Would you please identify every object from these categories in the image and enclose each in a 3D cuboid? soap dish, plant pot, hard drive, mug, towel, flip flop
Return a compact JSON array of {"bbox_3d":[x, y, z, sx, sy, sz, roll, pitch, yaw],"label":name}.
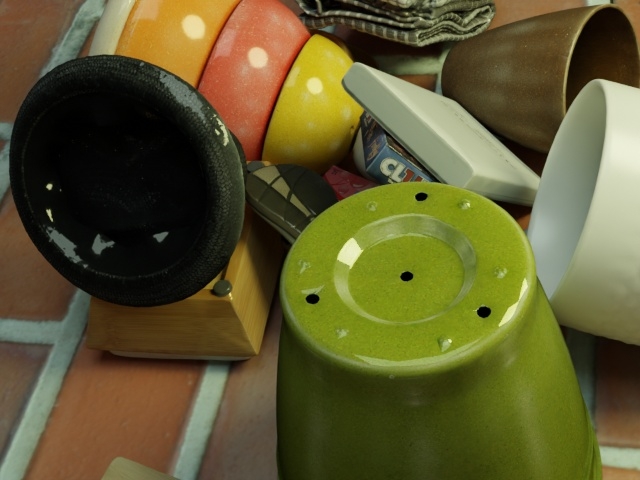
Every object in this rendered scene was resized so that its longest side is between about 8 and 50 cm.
[{"bbox_3d":[-0.168,0.016,1.503,0.228,0.118,0.291,1,49,13],"label":"soap dish"},{"bbox_3d":[0.291,-0.221,1.584,0.230,0.215,0.215,12,50,40],"label":"plant pot"},{"bbox_3d":[0.167,-0.126,1.434,0.203,0.307,0.040,46,108,21],"label":"hard drive"},{"bbox_3d":[0.428,-0.024,1.320,0.327,0.276,0.374,15,22,-2],"label":"mug"},{"bbox_3d":[0.103,0.140,1.166,0.366,0.353,0.367,-7,46,7],"label":"plant pot"},{"bbox_3d":[0.116,-0.374,1.755,0.235,0.121,0.283,22,28,28],"label":"towel"},{"bbox_3d":[0.000,0.000,1.418,0.112,0.080,0.277,-27,58,-39],"label":"flip flop"}]

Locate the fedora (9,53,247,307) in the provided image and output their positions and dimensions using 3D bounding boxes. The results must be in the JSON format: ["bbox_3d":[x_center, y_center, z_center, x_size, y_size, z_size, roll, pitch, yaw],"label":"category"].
[{"bbox_3d":[-0.211,-0.079,1.388,0.334,0.334,0.152,15,19,24],"label":"fedora"}]

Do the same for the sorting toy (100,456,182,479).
[{"bbox_3d":[-0.141,0.378,1.109,0.257,0.089,0.255,19,52,11],"label":"sorting toy"}]

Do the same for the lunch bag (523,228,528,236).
[{"bbox_3d":[0.297,0.017,1.446,0.083,0.053,0.071,-6,48,-6],"label":"lunch bag"}]

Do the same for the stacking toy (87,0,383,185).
[{"bbox_3d":[-0.060,-0.195,1.592,0.479,0.351,0.351,22,54,9],"label":"stacking toy"}]

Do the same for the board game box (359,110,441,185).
[{"bbox_3d":[0.127,-0.090,1.407,0.042,0.165,0.243,-52,13,17],"label":"board game box"}]

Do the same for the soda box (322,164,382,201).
[{"bbox_3d":[0.101,-0.001,1.477,0.263,0.092,0.083,23,56,30],"label":"soda box"}]

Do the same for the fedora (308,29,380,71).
[{"bbox_3d":[0.001,-0.266,1.756,0.194,0.079,0.194,-6,46,7],"label":"fedora"}]
